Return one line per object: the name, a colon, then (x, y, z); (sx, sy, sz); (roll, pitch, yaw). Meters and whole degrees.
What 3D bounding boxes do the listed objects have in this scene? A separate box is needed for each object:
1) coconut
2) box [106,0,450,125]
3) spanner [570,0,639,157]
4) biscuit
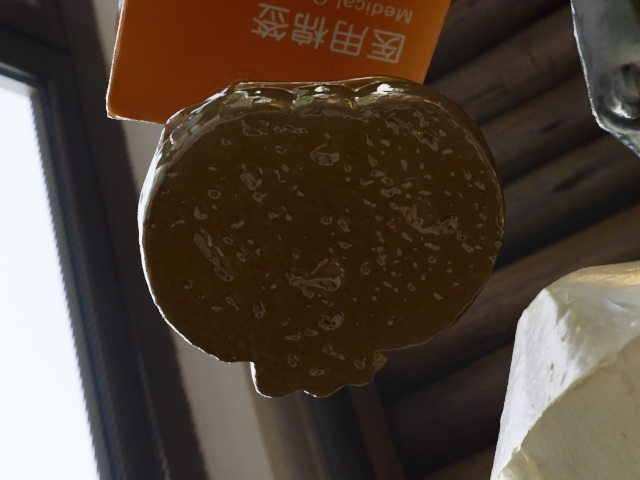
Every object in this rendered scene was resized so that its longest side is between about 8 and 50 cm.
coconut: (0.222, 0.113, 0.655); (0.259, 0.259, 0.259); (-10, -107, 36)
box: (-0.014, -0.232, 0.756); (0.143, 0.225, 0.341); (-93, -163, -54)
spanner: (0.153, 0.042, 0.380); (0.026, 0.093, 0.325); (-19, -74, 27)
biscuit: (0.000, -0.002, 0.516); (0.170, 0.170, 0.050); (-46, -155, 20)
